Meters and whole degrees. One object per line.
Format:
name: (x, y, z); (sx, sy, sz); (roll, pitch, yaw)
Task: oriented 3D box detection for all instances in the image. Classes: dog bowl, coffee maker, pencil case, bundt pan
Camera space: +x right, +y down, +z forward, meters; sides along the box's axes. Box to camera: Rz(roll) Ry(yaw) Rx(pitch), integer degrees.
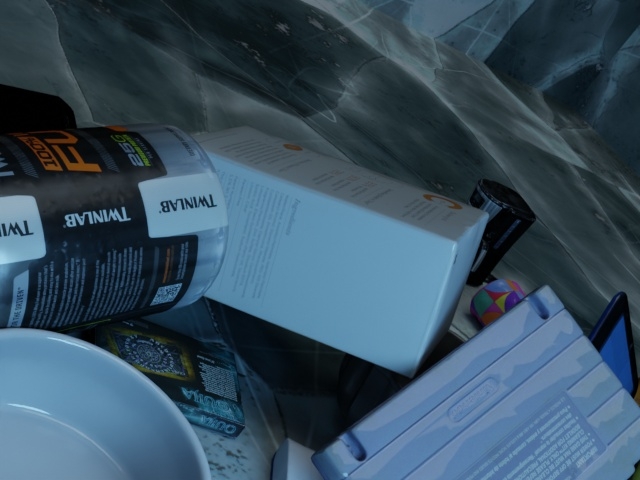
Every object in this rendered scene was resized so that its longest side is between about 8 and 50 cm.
dog bowl: (-0.230, 0.204, 0.880); (0.265, 0.104, 0.265); (29, 25, -15)
coffee maker: (0.311, -0.015, 1.925); (0.171, 0.178, 0.120); (4, 41, -51)
pencil case: (0.356, 0.170, 1.754); (0.104, 0.104, 0.236); (7, 37, -49)
bundt pan: (0.157, 0.232, 1.307); (0.331, 0.124, 0.331); (30, 18, -11)

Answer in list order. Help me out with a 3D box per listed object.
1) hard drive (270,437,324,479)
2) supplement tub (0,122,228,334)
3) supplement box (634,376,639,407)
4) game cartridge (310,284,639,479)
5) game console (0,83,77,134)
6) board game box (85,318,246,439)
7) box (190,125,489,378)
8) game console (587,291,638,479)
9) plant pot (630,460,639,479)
hard drive: (0.087, 0.358, 1.111); (0.318, 0.040, 0.210); (30, 24, -15)
supplement tub: (-0.278, -0.006, 1.023); (0.338, 0.207, 0.207); (-12, 52, -43)
supplement box: (0.558, 0.305, 1.809); (0.078, 0.080, 0.233); (45, 23, 13)
game cartridge: (0.188, 0.228, 1.110); (0.355, 0.068, 0.230); (-31, 85, -29)
game console: (-0.455, -0.134, 1.185); (0.361, 0.044, 0.213); (9, 33, -27)
board game box: (-0.174, 0.146, 1.157); (0.186, 0.026, 0.126); (25, 27, -26)
box: (0.000, 0.000, 1.237); (0.345, 0.168, 0.215); (21, 16, 14)
game console: (0.425, 0.265, 1.426); (0.250, 0.173, 0.293); (61, -1, 41)
plant pot: (0.623, 0.367, 1.648); (0.212, 0.187, 0.212); (47, 26, 20)
